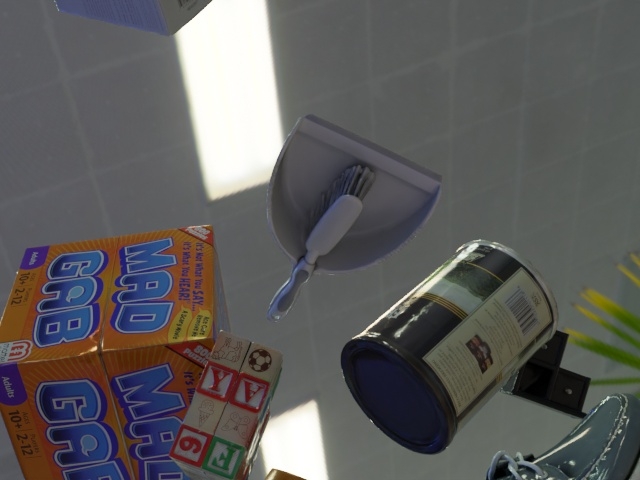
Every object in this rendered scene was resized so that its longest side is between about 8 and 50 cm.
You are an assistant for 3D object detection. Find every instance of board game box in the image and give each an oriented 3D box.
[{"bbox_3d":[-0.343,0.231,1.565,0.356,0.357,0.356,-7,-58,-3],"label":"board game box"}]

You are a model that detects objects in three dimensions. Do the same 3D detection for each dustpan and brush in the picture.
[{"bbox_3d":[0.000,0.000,0.800,0.147,0.060,0.211,24,-45,-13],"label":"dustpan and brush"}]

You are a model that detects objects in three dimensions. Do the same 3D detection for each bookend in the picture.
[{"bbox_3d":[0.440,0.238,1.628,0.157,0.072,0.156,21,-99,-4],"label":"bookend"}]

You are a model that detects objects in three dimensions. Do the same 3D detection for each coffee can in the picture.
[{"bbox_3d":[0.195,0.154,1.296,0.275,0.201,0.202,-36,-42,-32],"label":"coffee can"}]

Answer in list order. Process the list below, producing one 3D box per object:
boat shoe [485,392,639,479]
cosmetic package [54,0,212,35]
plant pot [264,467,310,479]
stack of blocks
[{"bbox_3d":[0.196,0.253,0.824,0.319,0.099,0.116,-46,0,-10],"label":"boat shoe"},{"bbox_3d":[-0.284,-0.382,1.282,0.117,0.231,0.086,-50,-36,-33],"label":"cosmetic package"},{"bbox_3d":[-0.069,0.564,1.728,0.205,0.205,0.188,39,-114,-44],"label":"plant pot"},{"bbox_3d":[-0.124,0.253,1.213,0.297,0.087,0.171,99,-169,-69],"label":"stack of blocks"}]
